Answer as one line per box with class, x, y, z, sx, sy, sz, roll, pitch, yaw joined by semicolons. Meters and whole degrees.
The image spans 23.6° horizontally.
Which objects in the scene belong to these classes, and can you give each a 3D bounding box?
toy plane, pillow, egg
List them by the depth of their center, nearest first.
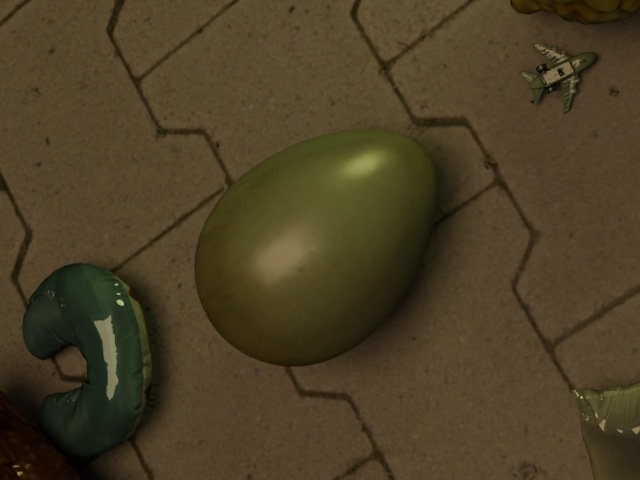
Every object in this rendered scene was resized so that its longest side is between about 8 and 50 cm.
pillow;0.380;0.197;1.506;0.254;0.078;0.144;-12;95;28
toy plane;0.250;-0.175;1.600;0.083;0.033;0.080;-25;89;25
egg;0.000;0.000;1.630;0.295;0.218;0.218;-46;69;8
pillow;-0.289;0.144;1.856;0.214;0.086;0.233;-18;82;39

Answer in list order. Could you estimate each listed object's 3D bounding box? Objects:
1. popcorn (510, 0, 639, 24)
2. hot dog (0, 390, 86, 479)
popcorn;0.261;-0.327;1.508;0.251;0.206;0.237;-30;92;42
hot dog;-0.360;0.327;1.797;0.387;0.267;0.174;43;100;20
